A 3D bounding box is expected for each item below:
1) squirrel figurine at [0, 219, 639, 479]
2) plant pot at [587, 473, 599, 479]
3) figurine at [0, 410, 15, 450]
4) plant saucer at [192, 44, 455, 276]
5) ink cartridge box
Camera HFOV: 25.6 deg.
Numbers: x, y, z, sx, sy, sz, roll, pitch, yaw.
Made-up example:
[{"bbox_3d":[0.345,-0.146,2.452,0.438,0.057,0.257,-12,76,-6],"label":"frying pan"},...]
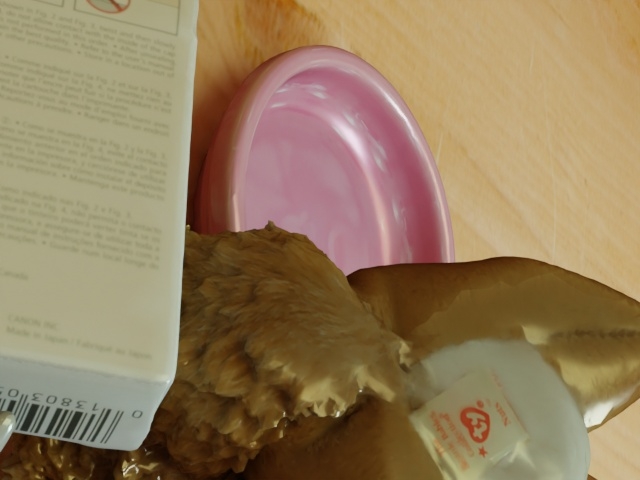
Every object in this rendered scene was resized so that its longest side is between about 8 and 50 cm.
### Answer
[{"bbox_3d":[-0.016,0.163,0.988,0.397,0.370,0.281,26,58,-16],"label":"squirrel figurine"},{"bbox_3d":[0.210,0.334,1.300,0.203,0.291,0.291,46,46,-16],"label":"plant pot"},{"bbox_3d":[-0.269,0.158,0.694,0.092,0.209,0.215,57,39,-7],"label":"figurine"},{"bbox_3d":[0.000,0.000,1.225,0.332,0.084,0.332,19,66,-51],"label":"plant saucer"},{"bbox_3d":[-0.232,-0.085,0.820,0.308,0.091,0.385,12,51,-16],"label":"ink cartridge box"}]
